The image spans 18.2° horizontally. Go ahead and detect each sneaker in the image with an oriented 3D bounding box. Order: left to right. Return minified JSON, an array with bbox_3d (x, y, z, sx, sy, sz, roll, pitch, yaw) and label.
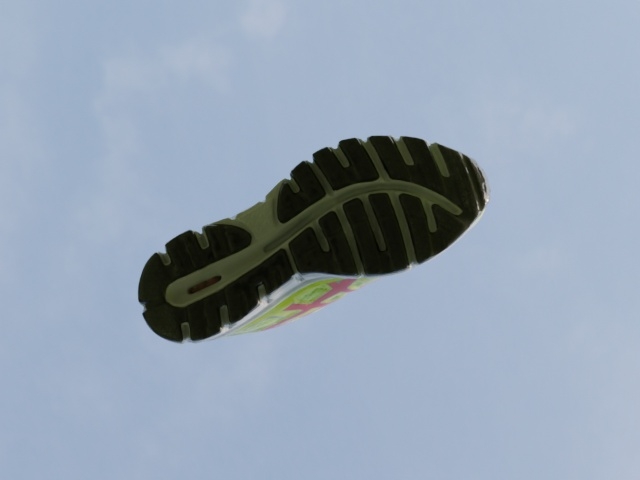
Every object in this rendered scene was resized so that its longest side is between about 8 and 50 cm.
[{"bbox_3d":[0.000,0.000,1.154,0.209,0.094,0.081,-20,-102,10],"label":"sneaker"}]
